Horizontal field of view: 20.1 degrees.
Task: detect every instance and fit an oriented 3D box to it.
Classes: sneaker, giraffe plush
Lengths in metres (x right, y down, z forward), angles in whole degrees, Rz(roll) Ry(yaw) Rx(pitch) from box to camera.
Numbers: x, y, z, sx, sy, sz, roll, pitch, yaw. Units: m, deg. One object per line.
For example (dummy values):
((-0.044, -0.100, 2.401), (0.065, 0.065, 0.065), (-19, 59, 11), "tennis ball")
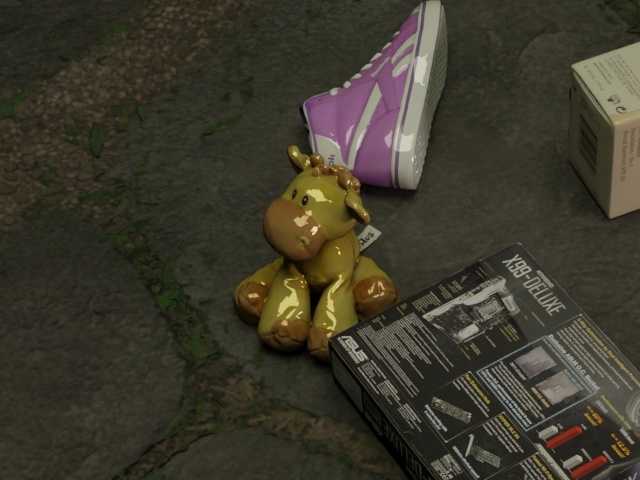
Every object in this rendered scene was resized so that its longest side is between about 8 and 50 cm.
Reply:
((0.060, -0.186, 2.146), (0.161, 0.102, 0.282), (5, 49, 15), "sneaker")
((0.000, 0.000, 1.936), (0.181, 0.170, 0.210), (15, 52, 19), "giraffe plush")

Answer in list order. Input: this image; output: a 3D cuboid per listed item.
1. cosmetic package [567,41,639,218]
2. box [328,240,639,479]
((0.441, -0.157, 2.037), (0.309, 0.160, 0.113), (-19, 50, -9), "cosmetic package")
((0.187, 0.165, 1.832), (0.242, 0.076, 0.307), (-27, 51, -17), "box")
